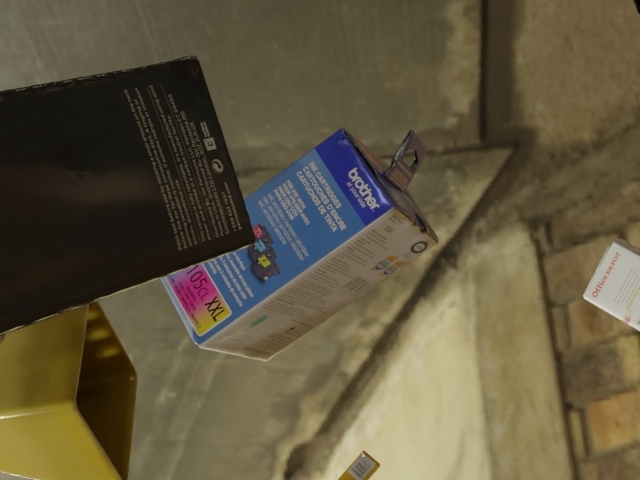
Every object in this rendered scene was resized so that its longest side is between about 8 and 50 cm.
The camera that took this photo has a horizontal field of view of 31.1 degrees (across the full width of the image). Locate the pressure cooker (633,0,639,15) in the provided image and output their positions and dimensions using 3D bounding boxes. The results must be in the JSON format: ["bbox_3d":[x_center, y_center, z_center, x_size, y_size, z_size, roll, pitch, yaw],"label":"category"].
[{"bbox_3d":[0.606,-0.305,1.492,0.376,0.369,0.420,-2,143,21],"label":"pressure cooker"}]

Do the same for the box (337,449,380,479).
[{"bbox_3d":[0.033,0.275,1.294,0.081,0.028,0.136,-48,172,-7],"label":"box"}]

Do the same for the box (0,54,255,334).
[{"bbox_3d":[-0.297,-0.011,0.996,0.343,0.178,0.313,-15,-177,42],"label":"box"}]

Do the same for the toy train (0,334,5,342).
[{"bbox_3d":[-0.401,0.033,1.444,0.105,0.248,0.143,2,145,-16],"label":"toy train"}]

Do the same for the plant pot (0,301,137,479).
[{"bbox_3d":[-0.397,0.230,1.678,0.187,0.212,0.212,-10,135,7],"label":"plant pot"}]

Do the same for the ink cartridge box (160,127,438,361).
[{"bbox_3d":[0.000,0.000,1.644,0.395,0.151,0.270,-34,162,9],"label":"ink cartridge box"}]

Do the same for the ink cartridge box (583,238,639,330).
[{"bbox_3d":[0.418,0.064,1.496,0.052,0.122,0.088,-13,131,-62],"label":"ink cartridge box"}]
